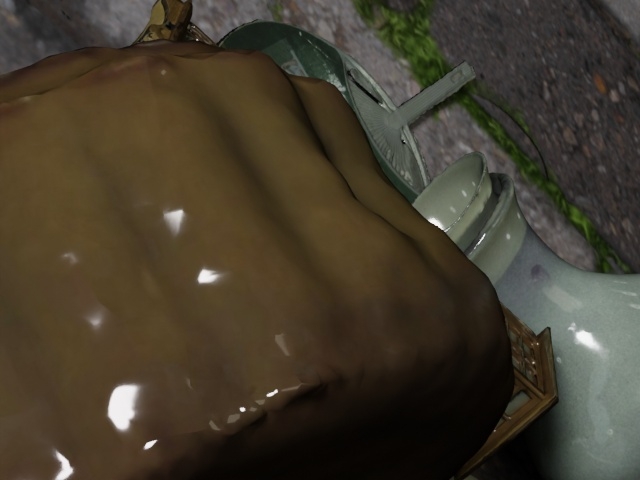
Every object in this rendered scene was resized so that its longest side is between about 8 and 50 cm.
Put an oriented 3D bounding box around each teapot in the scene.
[{"bbox_3d":[0.163,0.059,1.137,0.251,0.183,0.183,39,44,-14],"label":"teapot"}]

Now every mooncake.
[{"bbox_3d":[-0.090,0.064,0.710,0.324,0.324,0.187,-3,55,-49],"label":"mooncake"}]

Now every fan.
[{"bbox_3d":[0.037,-0.042,1.168,0.294,0.012,0.223,5,66,-46],"label":"fan"}]

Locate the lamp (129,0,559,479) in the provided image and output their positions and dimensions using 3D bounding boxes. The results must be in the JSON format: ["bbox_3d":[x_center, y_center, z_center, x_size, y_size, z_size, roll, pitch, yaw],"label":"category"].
[{"bbox_3d":[0.000,0.000,0.992,0.325,0.090,0.089,41,21,-15],"label":"lamp"}]

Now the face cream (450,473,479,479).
[{"bbox_3d":[0.051,0.197,0.994,0.348,0.081,0.174,34,43,-32],"label":"face cream"}]
